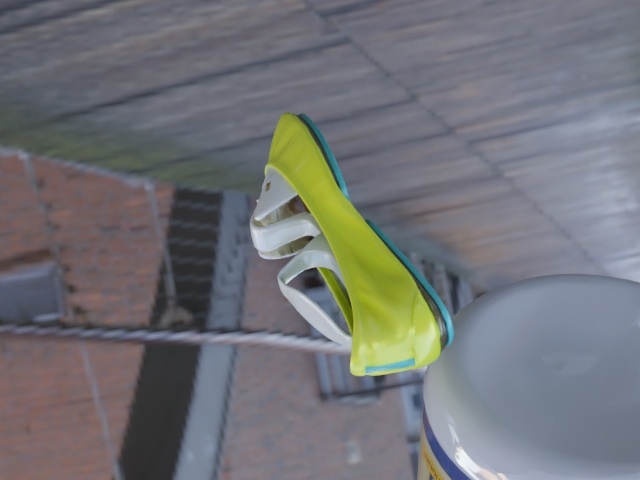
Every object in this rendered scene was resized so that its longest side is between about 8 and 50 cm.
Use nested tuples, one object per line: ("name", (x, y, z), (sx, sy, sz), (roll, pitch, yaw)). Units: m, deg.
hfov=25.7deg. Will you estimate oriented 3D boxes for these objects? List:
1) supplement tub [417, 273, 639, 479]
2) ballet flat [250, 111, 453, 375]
("supplement tub", (0.179, 0.207, 0.990), (0.228, 0.228, 0.316), (-8, 127, -12))
("ballet flat", (0.000, 0.000, 0.896), (0.077, 0.231, 0.077), (-24, 139, -11))
